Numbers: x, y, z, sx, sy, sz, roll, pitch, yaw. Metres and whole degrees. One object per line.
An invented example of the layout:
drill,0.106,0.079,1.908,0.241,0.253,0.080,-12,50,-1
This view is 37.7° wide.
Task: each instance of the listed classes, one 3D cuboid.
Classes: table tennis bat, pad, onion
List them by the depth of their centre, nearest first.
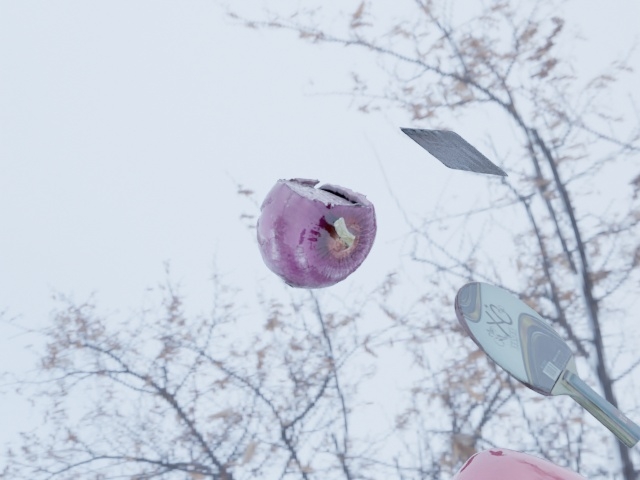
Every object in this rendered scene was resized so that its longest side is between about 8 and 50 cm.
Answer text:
table tennis bat,0.299,0.164,1.242,0.301,0.022,0.173,41,-148,11
pad,0.183,-0.124,1.308,0.112,0.157,0.003,35,-96,-24
onion,-0.010,-0.006,1.574,0.207,0.200,0.201,-28,-84,-62

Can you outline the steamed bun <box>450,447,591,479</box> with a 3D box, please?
steamed bun,0.159,0.297,0.689,0.309,0.309,0.309,14,-112,-39
